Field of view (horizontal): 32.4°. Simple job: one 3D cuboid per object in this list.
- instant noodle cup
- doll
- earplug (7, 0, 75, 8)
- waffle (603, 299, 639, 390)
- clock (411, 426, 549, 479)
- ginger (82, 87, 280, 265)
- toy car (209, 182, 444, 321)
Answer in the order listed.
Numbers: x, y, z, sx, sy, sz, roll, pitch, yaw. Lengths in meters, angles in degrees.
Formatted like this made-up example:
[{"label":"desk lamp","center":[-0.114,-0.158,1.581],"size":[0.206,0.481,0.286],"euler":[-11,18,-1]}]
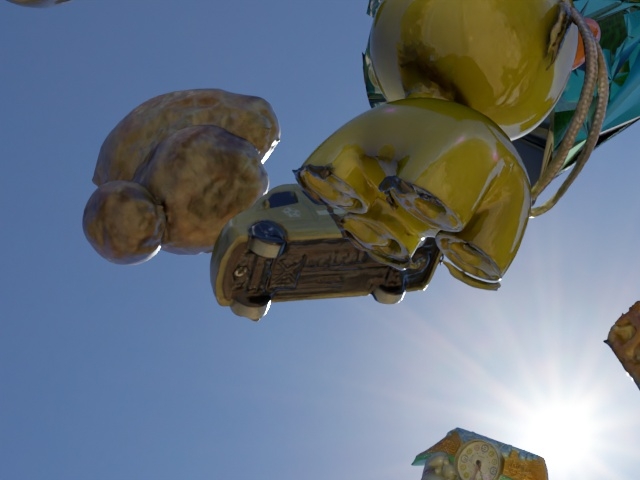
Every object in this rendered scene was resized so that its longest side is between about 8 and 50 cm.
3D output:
[{"label":"instant noodle cup","center":[0.172,-0.152,0.936],"size":[0.178,0.240,0.240],"euler":[-26,-61,-28]},{"label":"doll","center":[0.080,-0.092,0.561],"size":[0.143,0.135,0.221],"euler":[47,-116,-35]},{"label":"earplug","center":[-0.260,-0.335,1.091],"size":[0.214,0.325,0.175],"euler":[28,-72,-15]},{"label":"waffle","center":[0.269,0.054,0.744],"size":[0.042,0.102,0.148],"euler":[23,-60,-32]},{"label":"clock","center":[0.229,0.353,1.585],"size":[0.103,0.231,0.144],"euler":[31,-103,-50]},{"label":"ginger","center":[-0.163,-0.075,1.281],"size":[0.244,0.304,0.155],"euler":[-14,-69,4]},{"label":"toy car","center":[0.000,0.000,1.147],"size":[0.256,0.124,0.101],"euler":[-3,-51,-26]}]
